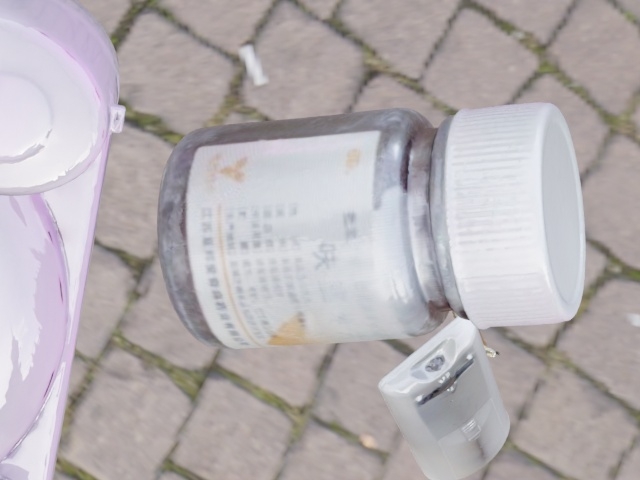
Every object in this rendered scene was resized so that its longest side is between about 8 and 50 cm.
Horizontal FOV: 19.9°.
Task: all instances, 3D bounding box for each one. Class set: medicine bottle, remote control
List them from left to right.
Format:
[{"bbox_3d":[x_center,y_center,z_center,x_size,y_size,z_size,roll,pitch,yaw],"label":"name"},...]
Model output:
[{"bbox_3d":[0.037,-0.010,1.275,0.273,0.165,0.165,-4,95,20],"label":"medicine bottle"},{"bbox_3d":[0.133,0.168,1.781,0.109,0.313,0.055,-38,65,-5],"label":"remote control"}]

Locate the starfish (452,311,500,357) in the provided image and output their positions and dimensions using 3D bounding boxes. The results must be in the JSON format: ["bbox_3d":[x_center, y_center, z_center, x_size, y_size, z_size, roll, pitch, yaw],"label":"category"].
[{"bbox_3d":[0.145,0.037,1.906,0.050,0.247,0.138,-24,108,22],"label":"starfish"}]

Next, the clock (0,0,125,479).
[{"bbox_3d":[-0.259,0.010,0.787,0.322,0.113,0.295,10,108,-5],"label":"clock"}]
